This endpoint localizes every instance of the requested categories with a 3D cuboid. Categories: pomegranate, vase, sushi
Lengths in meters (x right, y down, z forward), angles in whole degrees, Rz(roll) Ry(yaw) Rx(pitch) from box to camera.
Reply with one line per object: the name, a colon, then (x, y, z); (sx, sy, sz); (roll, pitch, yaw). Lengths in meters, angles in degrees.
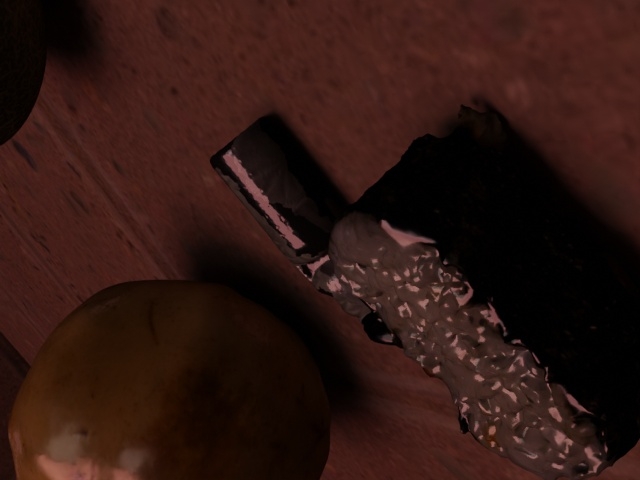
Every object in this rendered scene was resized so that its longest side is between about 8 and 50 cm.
pomegranate: (-0.152, 0.193, 0.850); (0.333, 0.332, 0.332); (34, 150, 23)
vase: (0.000, 0.000, 0.640); (0.211, 0.060, 0.060); (50, 152, -8)
sushi: (0.107, 0.040, 0.488); (0.212, 0.115, 0.147); (44, 149, 6)

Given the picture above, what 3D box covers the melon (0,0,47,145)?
melon: (-0.371, -0.211, 0.673); (0.249, 0.249, 0.329); (21, 136, 39)
